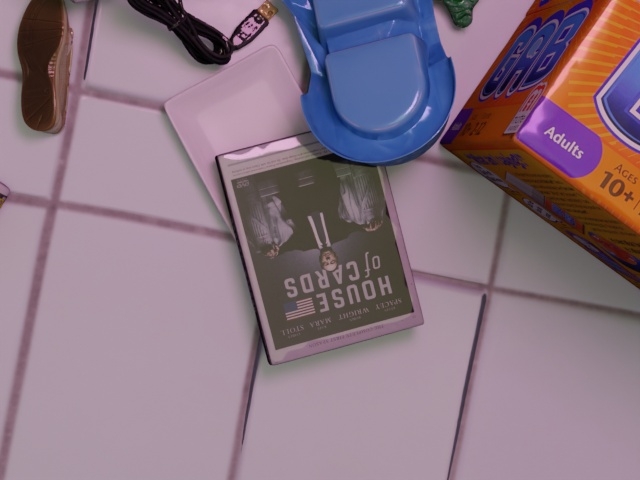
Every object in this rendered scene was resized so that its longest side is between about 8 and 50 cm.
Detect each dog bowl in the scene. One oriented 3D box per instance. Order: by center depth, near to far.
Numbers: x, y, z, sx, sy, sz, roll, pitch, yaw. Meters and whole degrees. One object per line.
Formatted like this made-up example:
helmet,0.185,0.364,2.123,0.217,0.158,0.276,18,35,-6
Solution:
dog bowl,0.054,-0.215,1.829,0.166,0.074,0.297,-14,74,9

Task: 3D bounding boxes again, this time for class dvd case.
dvd case,0.000,0.000,1.870,0.179,0.029,0.239,-15,93,-7

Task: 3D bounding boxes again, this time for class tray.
tray,-0.049,-0.067,1.891,0.145,0.030,0.270,-29,96,-4

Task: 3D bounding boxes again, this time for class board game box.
board game box,0.396,-0.145,1.780,0.356,0.356,0.356,35,88,-8

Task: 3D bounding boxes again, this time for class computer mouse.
computer mouse,-0.080,-0.312,1.830,0.262,0.060,0.184,-54,132,-12

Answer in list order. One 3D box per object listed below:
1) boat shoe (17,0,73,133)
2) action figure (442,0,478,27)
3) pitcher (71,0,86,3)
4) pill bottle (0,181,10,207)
boat shoe,-0.294,-0.193,1.851,0.056,0.048,0.153,-2,86,16
action figure,0.147,-0.352,1.887,0.137,0.063,0.232,-6,96,-9
pitcher,-0.218,-0.356,1.782,0.125,0.178,0.207,43,86,3
pill bottle,-0.390,-0.022,1.831,0.065,0.065,0.116,32,89,-8
